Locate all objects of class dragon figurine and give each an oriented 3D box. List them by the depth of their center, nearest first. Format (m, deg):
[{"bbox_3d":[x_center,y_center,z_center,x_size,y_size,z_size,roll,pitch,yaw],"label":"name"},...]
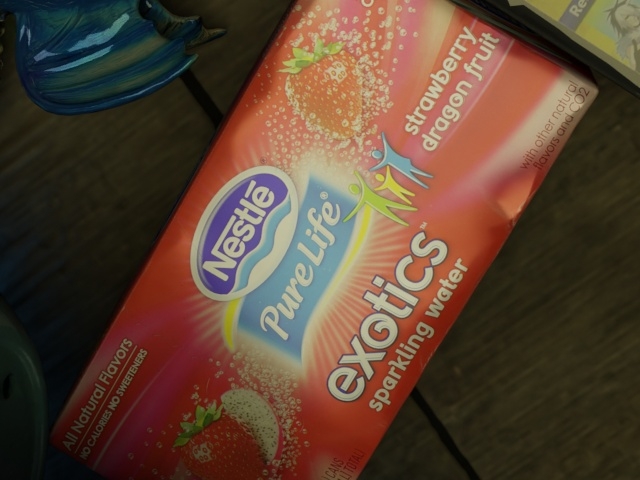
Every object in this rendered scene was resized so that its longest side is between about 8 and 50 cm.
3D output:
[{"bbox_3d":[-0.092,-0.107,0.814,0.289,0.085,0.144,-7,105,10],"label":"dragon figurine"}]

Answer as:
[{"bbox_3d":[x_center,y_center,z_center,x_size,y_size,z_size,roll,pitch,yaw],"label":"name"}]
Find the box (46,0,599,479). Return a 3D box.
[{"bbox_3d":[0.000,0.000,0.816,0.128,0.122,0.257,31,104,-3],"label":"box"}]

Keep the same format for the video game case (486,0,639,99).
[{"bbox_3d":[0.195,-0.173,0.713,0.248,0.035,0.275,32,106,-3],"label":"video game case"}]

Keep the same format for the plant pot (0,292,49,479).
[{"bbox_3d":[-0.225,0.079,0.743,0.195,0.290,0.290,10,105,17],"label":"plant pot"}]
